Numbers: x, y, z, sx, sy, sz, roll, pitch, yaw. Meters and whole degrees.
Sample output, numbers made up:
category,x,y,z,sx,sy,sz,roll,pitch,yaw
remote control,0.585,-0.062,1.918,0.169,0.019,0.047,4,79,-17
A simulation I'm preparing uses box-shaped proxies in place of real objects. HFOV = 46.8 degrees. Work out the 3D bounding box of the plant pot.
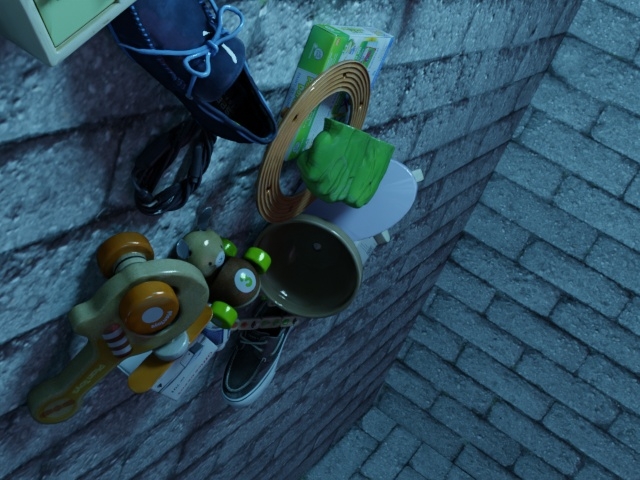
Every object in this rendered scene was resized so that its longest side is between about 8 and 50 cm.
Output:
category,x,y,z,sx,sy,sz,roll,pitch,yaw
plant pot,-0.019,0.037,1.545,0.110,0.237,0.237,-60,172,-55

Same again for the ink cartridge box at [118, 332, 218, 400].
category,x,y,z,sx,sy,sz,roll,pitch,yaw
ink cartridge box,-0.289,0.216,1.407,0.140,0.082,0.191,-53,160,-12

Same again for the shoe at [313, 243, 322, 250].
category,x,y,z,sx,sy,sz,roll,pitch,yaw
shoe,0.000,0.000,1.821,0.219,0.058,0.076,-51,170,-10

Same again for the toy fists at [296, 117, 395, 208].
category,x,y,z,sx,sy,sz,roll,pitch,yaw
toy fists,0.046,-0.139,1.389,0.279,0.096,0.142,4,107,-67

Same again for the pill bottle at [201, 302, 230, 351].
category,x,y,z,sx,sy,sz,roll,pitch,yaw
pill bottle,-0.220,0.179,1.537,0.067,0.067,0.120,-43,157,-36

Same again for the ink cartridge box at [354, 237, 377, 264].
category,x,y,z,sx,sy,sz,roll,pitch,yaw
ink cartridge box,0.057,0.030,1.931,0.237,0.100,0.172,-57,161,-3

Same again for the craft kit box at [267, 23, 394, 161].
category,x,y,z,sx,sy,sz,roll,pitch,yaw
craft kit box,0.022,-0.284,1.412,0.246,0.061,0.250,-28,146,-60

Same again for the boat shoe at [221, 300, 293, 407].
category,x,y,z,sx,sy,sz,roll,pitch,yaw
boat shoe,-0.147,0.233,1.768,0.335,0.121,0.119,-62,157,-19

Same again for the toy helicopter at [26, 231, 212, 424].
category,x,y,z,sx,sy,sz,roll,pitch,yaw
toy helicopter,-0.315,0.166,1.164,0.355,0.140,0.235,-43,144,10

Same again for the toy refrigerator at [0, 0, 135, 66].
category,x,y,z,sx,sy,sz,roll,pitch,yaw
toy refrigerator,-0.210,-0.303,0.740,0.269,0.094,0.102,-48,160,-23

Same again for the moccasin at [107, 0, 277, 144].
category,x,y,z,sx,sy,sz,roll,pitch,yaw
moccasin,-0.140,-0.236,0.939,0.138,0.117,0.342,-61,153,-6

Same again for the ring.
category,x,y,z,sx,sy,sz,roll,pitch,yaw
ring,-0.016,-0.181,1.359,0.336,0.032,0.337,-47,158,-25

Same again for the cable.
category,x,y,z,sx,sy,sz,roll,pitch,yaw
cable,-0.208,-0.115,1.119,0.184,0.047,0.150,-52,159,-19

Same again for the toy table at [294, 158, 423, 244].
category,x,y,z,sx,sy,sz,roll,pitch,yaw
toy table,0.087,-0.102,1.623,0.161,0.274,0.252,-33,119,-70

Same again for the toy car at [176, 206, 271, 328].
category,x,y,z,sx,sy,sz,roll,pitch,yaw
toy car,-0.190,0.032,1.288,0.155,0.149,0.188,-59,153,-30

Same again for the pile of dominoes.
category,x,y,z,sx,sy,sz,roll,pitch,yaw
pile of dominoes,-0.096,0.123,1.641,0.251,0.040,0.196,0,119,-40

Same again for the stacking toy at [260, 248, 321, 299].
category,x,y,z,sx,sy,sz,roll,pitch,yaw
stacking toy,-0.032,0.048,1.706,0.221,0.052,0.167,-13,125,-41
